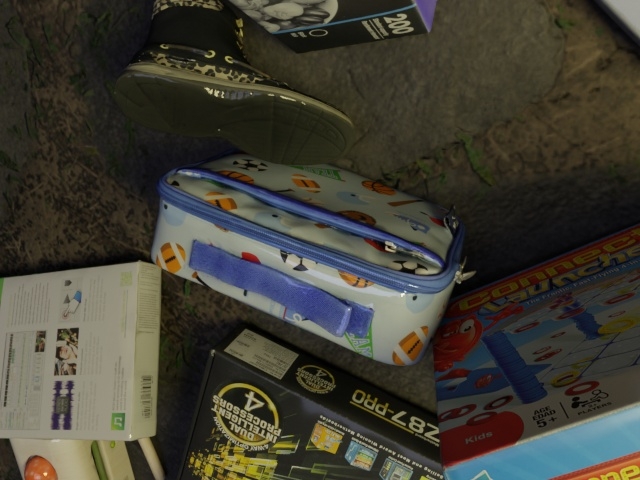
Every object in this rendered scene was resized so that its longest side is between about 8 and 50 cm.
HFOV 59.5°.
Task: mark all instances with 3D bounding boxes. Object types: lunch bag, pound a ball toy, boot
[{"bbox_3d":[0.000,0.000,0.563,0.304,0.243,0.114,19,112,14],"label":"lunch bag"},{"bbox_3d":[-0.352,0.379,0.863,0.208,0.136,0.318,-3,106,21],"label":"pound a ball toy"},{"bbox_3d":[-0.079,-0.178,0.592,0.237,0.178,0.085,10,138,-15],"label":"boot"}]

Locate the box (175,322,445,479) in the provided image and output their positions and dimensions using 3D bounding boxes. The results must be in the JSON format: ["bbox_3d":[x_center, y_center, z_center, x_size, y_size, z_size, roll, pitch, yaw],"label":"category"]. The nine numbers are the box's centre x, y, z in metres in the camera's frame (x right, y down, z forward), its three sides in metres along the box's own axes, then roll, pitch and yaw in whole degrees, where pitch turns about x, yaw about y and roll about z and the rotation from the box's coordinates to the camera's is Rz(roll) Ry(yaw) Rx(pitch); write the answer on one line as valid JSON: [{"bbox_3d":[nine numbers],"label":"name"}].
[{"bbox_3d":[0.008,0.330,0.743,0.395,0.097,0.318,24,116,11],"label":"box"}]

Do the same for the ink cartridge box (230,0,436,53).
[{"bbox_3d":[0.034,-0.231,0.500,0.209,0.206,0.045,-5,89,20],"label":"ink cartridge box"}]

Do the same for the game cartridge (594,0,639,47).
[{"bbox_3d":[0.384,-0.271,0.450,0.196,0.060,0.294,48,115,4],"label":"game cartridge"}]

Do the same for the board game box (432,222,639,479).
[{"bbox_3d":[0.246,0.081,0.442,0.308,0.302,0.086,-24,97,13],"label":"board game box"}]

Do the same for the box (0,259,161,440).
[{"bbox_3d":[-0.374,0.159,0.795,0.322,0.058,0.232,-6,76,20],"label":"box"}]
